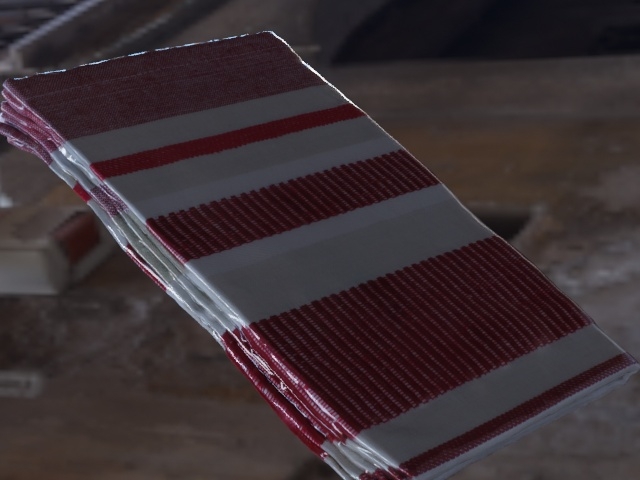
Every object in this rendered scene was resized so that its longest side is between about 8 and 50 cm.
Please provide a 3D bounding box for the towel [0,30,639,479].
[{"bbox_3d":[0.000,0.000,0.953,0.237,0.329,0.037,-19,-35,-47],"label":"towel"}]
